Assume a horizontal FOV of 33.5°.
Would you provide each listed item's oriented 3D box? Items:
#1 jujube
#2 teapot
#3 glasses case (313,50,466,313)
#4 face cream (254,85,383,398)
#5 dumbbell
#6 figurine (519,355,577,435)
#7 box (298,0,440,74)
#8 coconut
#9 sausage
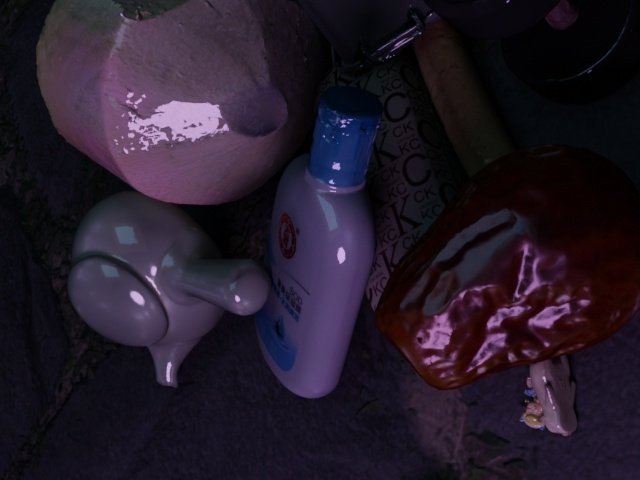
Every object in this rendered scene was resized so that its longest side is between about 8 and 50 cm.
[{"bbox_3d":[0.174,0.029,0.951,0.255,0.190,0.190,-37,52,-1],"label":"jujube"},{"bbox_3d":[-0.185,0.030,1.228,0.149,0.220,0.318,-54,6,-37],"label":"teapot"},{"bbox_3d":[0.083,-0.062,1.145,0.137,0.085,0.355,-36,55,30],"label":"glasses case"},{"bbox_3d":[0.000,0.000,1.091,0.163,0.080,0.337,-121,33,-43],"label":"face cream"},{"bbox_3d":[0.208,-0.237,1.012,0.152,0.218,0.153,-15,65,36],"label":"dumbbell"},{"bbox_3d":[0.211,0.144,1.002,0.050,0.047,0.083,-21,69,50],"label":"figurine"},{"bbox_3d":[0.042,-0.321,1.183,0.163,0.135,0.243,-30,37,23],"label":"box"},{"bbox_3d":[-0.153,-0.191,1.243,0.309,0.297,0.297,24,91,44],"label":"coconut"},{"bbox_3d":[0.156,-0.144,1.129,0.066,0.066,0.301,-36,54,25],"label":"sausage"}]
